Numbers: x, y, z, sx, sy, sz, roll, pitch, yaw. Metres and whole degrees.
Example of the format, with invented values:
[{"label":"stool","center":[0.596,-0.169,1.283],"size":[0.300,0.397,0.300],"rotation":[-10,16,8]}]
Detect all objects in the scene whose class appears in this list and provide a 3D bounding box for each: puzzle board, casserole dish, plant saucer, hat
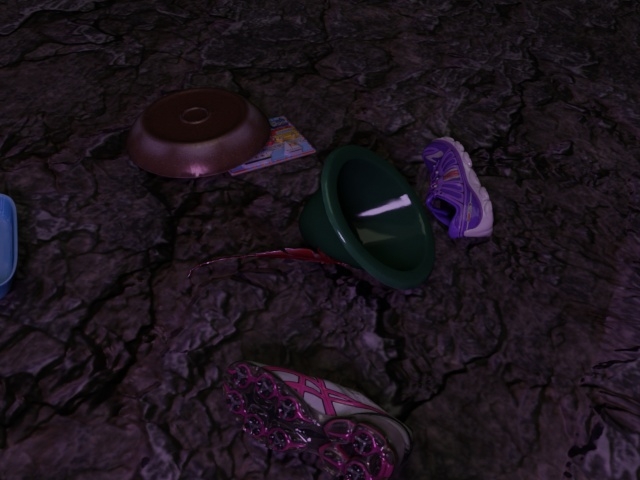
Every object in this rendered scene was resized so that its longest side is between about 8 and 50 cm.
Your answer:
[{"label":"puzzle board","center":[-0.084,-0.133,1.104],"size":[0.128,0.011,0.096],"rotation":[-19,46,-24]},{"label":"casserole dish","center":[-0.390,0.013,0.889],"size":[0.114,0.037,0.188],"rotation":[-8,42,-14]},{"label":"plant saucer","center":[-0.167,-0.156,1.091],"size":[0.198,0.036,0.199],"rotation":[-2,42,2]},{"label":"hat","center":[0.000,0.000,0.949],"size":[0.208,0.183,0.173],"rotation":[38,42,-25]}]

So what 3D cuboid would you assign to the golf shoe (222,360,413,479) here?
[{"label":"golf shoe","center":[-0.004,0.161,0.741],"size":[0.186,0.068,0.086],"rotation":[24,18,22]}]

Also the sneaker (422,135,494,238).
[{"label":"sneaker","center":[0.158,-0.068,1.011],"size":[0.071,0.068,0.170],"rotation":[-11,43,-8]}]
